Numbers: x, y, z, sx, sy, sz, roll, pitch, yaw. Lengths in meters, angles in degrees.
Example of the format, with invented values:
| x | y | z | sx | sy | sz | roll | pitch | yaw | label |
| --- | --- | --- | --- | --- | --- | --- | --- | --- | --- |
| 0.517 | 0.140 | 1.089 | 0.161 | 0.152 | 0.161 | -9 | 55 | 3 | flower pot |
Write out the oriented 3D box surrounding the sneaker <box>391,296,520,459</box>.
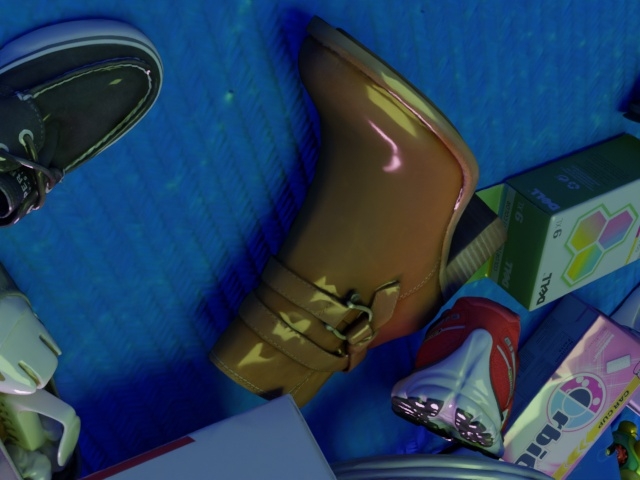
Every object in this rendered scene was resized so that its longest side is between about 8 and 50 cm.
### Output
| x | y | z | sx | sy | sz | roll | pitch | yaw | label |
| --- | --- | --- | --- | --- | --- | --- | --- | --- | --- |
| 0.128 | 0.110 | 0.766 | 0.279 | 0.107 | 0.118 | 74 | 41 | -76 | sneaker |

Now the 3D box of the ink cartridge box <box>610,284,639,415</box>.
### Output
| x | y | z | sx | sy | sz | roll | pitch | yaw | label |
| --- | --- | --- | --- | --- | --- | --- | --- | --- | --- |
| 0.455 | 0.139 | 1.096 | 0.201 | 0.117 | 0.278 | -50 | 139 | 6 | ink cartridge box |

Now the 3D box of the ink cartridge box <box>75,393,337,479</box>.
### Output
| x | y | z | sx | sy | sz | roll | pitch | yaw | label |
| --- | --- | --- | --- | --- | --- | --- | --- | --- | --- |
| -0.095 | 0.231 | 0.675 | 0.172 | 0.100 | 0.237 | -18 | 152 | -25 | ink cartridge box |

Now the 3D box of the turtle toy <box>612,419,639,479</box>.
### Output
| x | y | z | sx | sy | sz | roll | pitch | yaw | label |
| --- | --- | --- | --- | --- | --- | --- | --- | --- | --- |
| 0.384 | 0.293 | 1.174 | 0.066 | 0.130 | 0.095 | 4 | 106 | -8 | turtle toy |

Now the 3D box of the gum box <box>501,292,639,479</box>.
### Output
| x | y | z | sx | sy | sz | roll | pitch | yaw | label |
| --- | --- | --- | --- | --- | --- | --- | --- | --- | --- |
| 0.254 | 0.153 | 0.952 | 0.107 | 0.062 | 0.188 | 34 | 97 | -27 | gum box |

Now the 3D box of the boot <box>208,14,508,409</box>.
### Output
| x | y | z | sx | sy | sz | roll | pitch | yaw | label |
| --- | --- | --- | --- | --- | --- | --- | --- | --- | --- |
| 0.000 | 0.000 | 0.628 | 0.220 | 0.109 | 0.283 | -40 | 147 | 1 | boot |

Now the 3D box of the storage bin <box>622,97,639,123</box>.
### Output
| x | y | z | sx | sy | sz | roll | pitch | yaw | label |
| --- | --- | --- | --- | --- | --- | --- | --- | --- | --- |
| 0.348 | -0.138 | 0.802 | 0.135 | 0.098 | 0.091 | -5 | 115 | -37 | storage bin |

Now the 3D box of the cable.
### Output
| x | y | z | sx | sy | sz | roll | pitch | yaw | label |
| --- | --- | --- | --- | --- | --- | --- | --- | --- | --- |
| 0.100 | 0.254 | 0.821 | 0.257 | 0.089 | 0.257 | 15 | 151 | -26 | cable |

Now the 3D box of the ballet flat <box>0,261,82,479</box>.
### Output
| x | y | z | sx | sy | sz | roll | pitch | yaw | label |
| --- | --- | --- | --- | --- | --- | --- | --- | --- | --- |
| -0.181 | 0.081 | 0.547 | 0.072 | 0.068 | 0.213 | -60 | 159 | -43 | ballet flat |

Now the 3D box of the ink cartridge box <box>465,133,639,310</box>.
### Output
| x | y | z | sx | sy | sz | roll | pitch | yaw | label |
| --- | --- | --- | --- | --- | --- | --- | --- | --- | --- |
| 0.210 | -0.009 | 0.809 | 0.209 | 0.062 | 0.109 | -20 | 135 | -26 | ink cartridge box |

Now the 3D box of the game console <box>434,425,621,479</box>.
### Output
| x | y | z | sx | sy | sz | roll | pitch | yaw | label |
| --- | --- | --- | --- | --- | --- | --- | --- | --- | --- |
| 0.200 | 0.315 | 1.102 | 0.293 | 0.173 | 0.250 | -20 | 103 | -27 | game console |

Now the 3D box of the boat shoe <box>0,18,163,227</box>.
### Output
| x | y | z | sx | sy | sz | roll | pitch | yaw | label |
| --- | --- | --- | --- | --- | --- | --- | --- | --- | --- |
| -0.173 | -0.036 | 0.456 | 0.228 | 0.076 | 0.080 | -27 | 137 | -20 | boat shoe |
